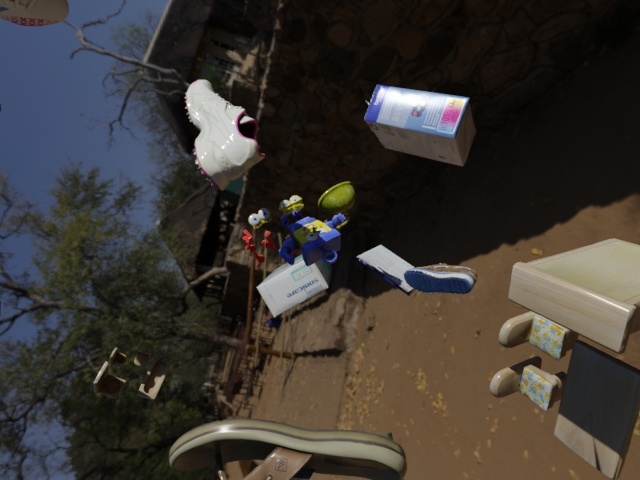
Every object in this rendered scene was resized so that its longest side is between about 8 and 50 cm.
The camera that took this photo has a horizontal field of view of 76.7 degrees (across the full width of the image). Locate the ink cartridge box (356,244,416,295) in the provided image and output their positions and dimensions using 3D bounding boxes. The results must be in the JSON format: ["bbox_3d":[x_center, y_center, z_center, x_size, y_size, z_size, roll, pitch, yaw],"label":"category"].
[{"bbox_3d":[0.256,0.110,1.468,0.224,0.223,0.045,-17,-42,-58],"label":"ink cartridge box"}]

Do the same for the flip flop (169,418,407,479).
[{"bbox_3d":[-0.042,0.262,0.459,0.112,0.277,0.080,87,-172,-50],"label":"flip flop"}]

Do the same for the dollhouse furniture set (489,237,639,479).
[{"bbox_3d":[0.460,0.224,0.681,0.362,0.256,0.394,34,129,58],"label":"dollhouse furniture set"}]

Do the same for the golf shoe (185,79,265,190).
[{"bbox_3d":[-0.204,-0.248,0.872,0.115,0.140,0.306,52,-164,-60],"label":"golf shoe"}]

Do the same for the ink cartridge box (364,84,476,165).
[{"bbox_3d":[0.339,-0.423,1.478,0.270,0.395,0.151,24,-95,-63],"label":"ink cartridge box"}]

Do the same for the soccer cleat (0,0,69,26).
[{"bbox_3d":[-0.803,-0.611,0.993,0.143,0.331,0.116,21,112,47],"label":"soccer cleat"}]

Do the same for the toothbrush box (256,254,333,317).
[{"bbox_3d":[-0.081,0.138,1.467,0.216,0.126,0.295,-30,5,9],"label":"toothbrush box"}]

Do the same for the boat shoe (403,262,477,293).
[{"bbox_3d":[0.293,0.091,0.989,0.183,0.066,0.066,5,121,44],"label":"boat shoe"}]

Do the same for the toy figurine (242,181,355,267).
[{"bbox_3d":[0.000,0.000,1.099,0.217,0.363,0.191,44,149,42],"label":"toy figurine"}]

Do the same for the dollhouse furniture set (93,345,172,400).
[{"bbox_3d":[-0.503,0.358,1.102,0.123,0.151,0.144,-53,17,50],"label":"dollhouse furniture set"}]

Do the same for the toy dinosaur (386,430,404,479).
[{"bbox_3d":[0.121,0.519,0.827,0.064,0.118,0.268,26,90,50],"label":"toy dinosaur"}]
